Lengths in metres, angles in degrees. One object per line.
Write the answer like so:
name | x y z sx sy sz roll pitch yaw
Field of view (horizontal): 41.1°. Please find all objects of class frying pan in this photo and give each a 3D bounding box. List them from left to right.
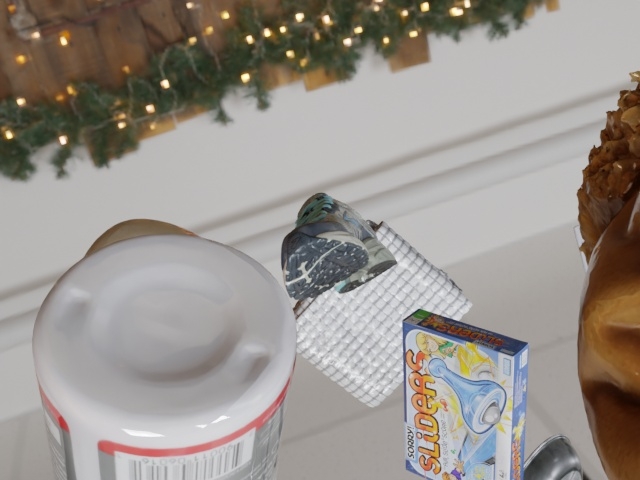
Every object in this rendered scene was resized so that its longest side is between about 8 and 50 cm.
frying pan | 0.247 0.383 1.103 0.053 0.197 0.326 24 -134 38

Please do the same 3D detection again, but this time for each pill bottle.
pill bottle | -0.109 0.147 0.612 0.161 0.283 0.161 5 -136 -5

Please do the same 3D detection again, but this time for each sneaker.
sneaker | 0.000 0.000 1.084 0.110 0.122 0.283 -34 166 11

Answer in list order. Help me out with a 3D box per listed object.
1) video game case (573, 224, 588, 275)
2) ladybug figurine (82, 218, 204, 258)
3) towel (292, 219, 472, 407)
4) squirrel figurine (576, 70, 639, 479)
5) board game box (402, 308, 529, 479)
video game case | 0.444 0.048 1.131 0.173 0.190 0.022 -16 160 19
ladybug figurine | -0.152 0.144 1.045 0.162 0.449 0.305 2 -113 13
towel | 0.095 0.126 1.542 0.283 0.235 0.121 -50 -175 10
squirrel figurine | 0.300 -0.078 0.567 0.281 0.370 0.397 -5 -151 0
board game box | 0.155 0.185 0.928 0.136 0.201 0.035 15 -150 38
